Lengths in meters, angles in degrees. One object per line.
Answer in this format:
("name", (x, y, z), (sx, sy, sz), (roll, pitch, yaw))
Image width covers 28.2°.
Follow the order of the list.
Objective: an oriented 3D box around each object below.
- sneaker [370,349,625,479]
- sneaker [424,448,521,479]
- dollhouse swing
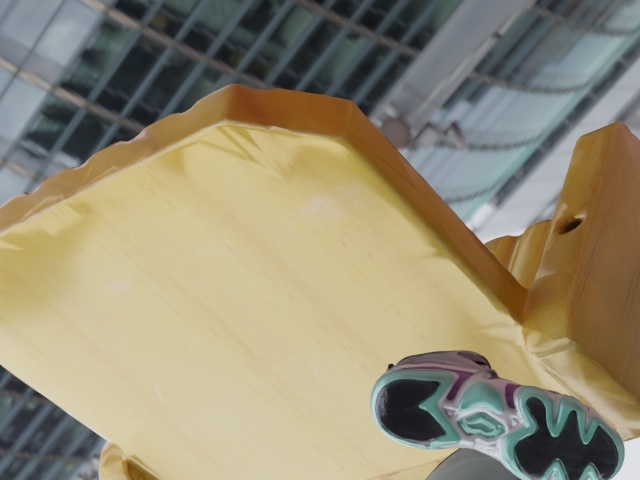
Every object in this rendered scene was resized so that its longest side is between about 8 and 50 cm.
("sneaker", (0.071, 0.064, 0.507), (0.098, 0.038, 0.069), (18, -168, 5))
("sneaker", (0.184, 0.199, 0.597), (0.330, 0.122, 0.146), (23, -171, -40))
("dollhouse swing", (0.000, 0.000, 0.801), (0.305, 0.346, 0.315), (53, -144, -20))
